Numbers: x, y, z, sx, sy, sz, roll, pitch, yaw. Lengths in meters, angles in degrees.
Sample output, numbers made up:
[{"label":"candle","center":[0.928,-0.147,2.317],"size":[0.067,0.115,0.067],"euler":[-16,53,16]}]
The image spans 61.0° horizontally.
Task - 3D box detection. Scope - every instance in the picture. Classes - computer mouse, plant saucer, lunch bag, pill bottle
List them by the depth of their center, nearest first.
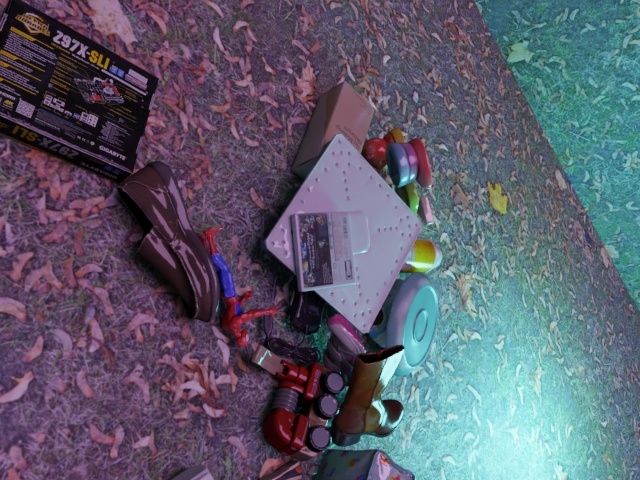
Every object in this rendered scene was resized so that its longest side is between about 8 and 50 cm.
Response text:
[{"label":"lunch bag","center":[0.075,0.637,1.268],"size":[0.160,0.223,0.262],"euler":[39,53,-18]},{"label":"computer mouse","center":[-0.071,0.179,1.402],"size":[0.184,0.060,0.262],"euler":[19,70,-34]},{"label":"plant saucer","center":[0.284,0.253,1.625],"size":[0.317,0.043,0.318],"euler":[-18,112,-53]},{"label":"pill bottle","center":[0.291,0.046,1.735],"size":[0.215,0.117,0.117],"euler":[5,73,-42]}]

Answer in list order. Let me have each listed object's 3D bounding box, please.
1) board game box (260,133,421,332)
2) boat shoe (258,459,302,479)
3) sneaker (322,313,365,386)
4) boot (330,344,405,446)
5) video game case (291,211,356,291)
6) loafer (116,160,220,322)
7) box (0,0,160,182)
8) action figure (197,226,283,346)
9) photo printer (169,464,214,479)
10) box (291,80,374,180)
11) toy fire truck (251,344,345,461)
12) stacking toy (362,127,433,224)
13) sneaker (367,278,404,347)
[{"label":"board game box","center":[0.072,-0.017,1.462],"size":[0.390,0.050,0.390],"euler":[43,63,-24]},{"label":"boat shoe","center":[-0.095,0.556,1.261],"size":[0.137,0.049,0.043],"euler":[-9,85,-49]},{"label":"sneaker","center":[0.057,0.299,1.400],"size":[0.111,0.103,0.252],"euler":[-25,123,-6]},{"label":"boot","center":[0.155,0.382,1.420],"size":[0.264,0.096,0.281],"euler":[0,117,-34]},{"label":"video game case","center":[0.010,0.025,1.369],"size":[0.173,0.022,0.191],"euler":[-4,89,-36]},{"label":"loafer","center":[-0.334,0.017,1.168],"size":[0.130,0.133,0.366],"euler":[-24,90,-33]},{"label":"box","center":[-0.517,-0.299,1.118],"size":[0.322,0.079,0.257],"euler":[24,60,-36]},{"label":"action figure","center":[-0.188,0.105,1.281],"size":[0.139,0.091,0.281],"euler":[-11,85,-32]},{"label":"photo printer","center":[-0.271,0.632,1.027],"size":[0.256,0.107,0.308],"euler":[-22,93,-44]},{"label":"box","center":[0.041,-0.301,1.609],"size":[0.148,0.121,0.311],"euler":[36,55,-29]},{"label":"toy fire truck","center":[-0.080,0.369,1.285],"size":[0.246,0.158,0.217],"euler":[28,51,-11]},{"label":"stacking toy","center":[0.231,-0.189,1.684],"size":[0.130,0.309,0.280],"euler":[-14,109,-6]},{"label":"sneaker","center":[0.205,0.201,1.626],"size":[0.092,0.087,0.229],"euler":[43,50,-26]}]
